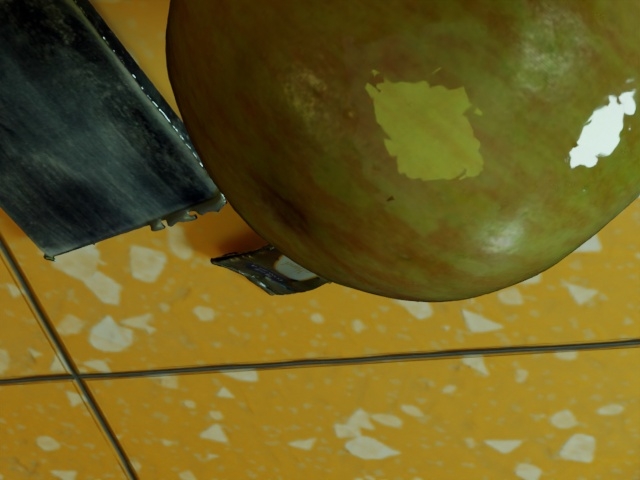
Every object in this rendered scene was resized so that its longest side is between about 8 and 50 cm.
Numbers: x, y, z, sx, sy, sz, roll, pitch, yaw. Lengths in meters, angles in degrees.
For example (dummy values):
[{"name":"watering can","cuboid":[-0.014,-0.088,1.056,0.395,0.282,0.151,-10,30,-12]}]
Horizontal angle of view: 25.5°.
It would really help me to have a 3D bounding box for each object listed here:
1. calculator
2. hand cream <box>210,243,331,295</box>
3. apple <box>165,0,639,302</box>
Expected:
[{"name":"calculator","cuboid":[-0.187,-0.095,0.890,0.161,0.021,0.262,-16,128,26]},{"name":"hand cream","cuboid":[0.000,0.000,0.933,0.062,0.039,0.163,26,138,-36]},{"name":"apple","cuboid":[0.047,-0.106,0.673,0.264,0.264,0.264,6,135,6]}]
